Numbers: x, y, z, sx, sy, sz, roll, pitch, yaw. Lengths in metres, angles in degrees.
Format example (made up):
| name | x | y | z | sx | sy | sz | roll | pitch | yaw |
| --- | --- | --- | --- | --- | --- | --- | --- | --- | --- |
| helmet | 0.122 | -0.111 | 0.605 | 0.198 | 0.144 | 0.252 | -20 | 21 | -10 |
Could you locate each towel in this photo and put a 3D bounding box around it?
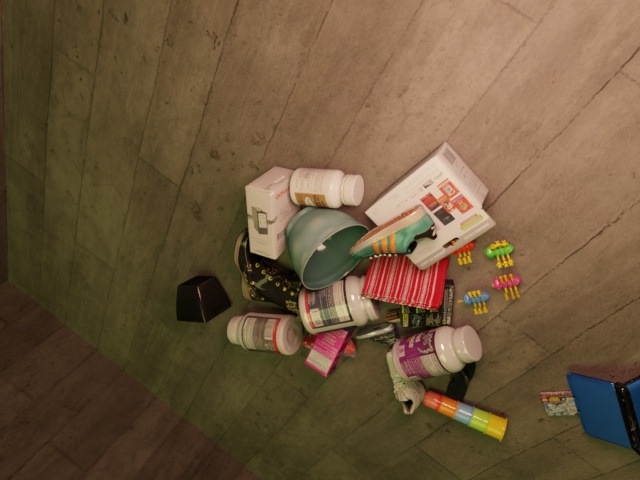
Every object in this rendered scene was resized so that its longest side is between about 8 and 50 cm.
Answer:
| name | x | y | z | sx | sy | sz | roll | pitch | yaw |
| --- | --- | --- | --- | --- | --- | --- | --- | --- | --- |
| towel | 0.289 | 0.125 | 1.604 | 0.274 | 0.199 | 0.031 | 8 | 151 | 24 |

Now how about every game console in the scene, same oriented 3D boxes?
| name | x | y | z | sx | sy | sz | roll | pitch | yaw |
| --- | --- | --- | --- | --- | --- | --- | --- | --- | --- |
| game console | 1.006 | 0.535 | 1.553 | 0.250 | 0.173 | 0.293 | -26 | 109 | -1 |

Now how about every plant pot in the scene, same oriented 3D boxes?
| name | x | y | z | sx | sy | sz | roll | pitch | yaw |
| --- | --- | --- | --- | --- | --- | --- | --- | --- | --- |
| plant pot | -0.556 | 0.263 | 2.177 | 0.187 | 0.188 | 0.167 | -2 | 107 | 31 |
| plant pot | 0.000 | 0.000 | 1.648 | 0.196 | 0.293 | 0.293 | 47 | 136 | 30 |

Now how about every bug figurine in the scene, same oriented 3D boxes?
| name | x | y | z | sx | sy | sz | roll | pitch | yaw |
| --- | --- | --- | --- | --- | --- | --- | --- | --- | --- |
| bug figurine | 0.528 | 0.098 | 1.526 | 0.216 | 0.072 | 0.279 | -12 | 109 | 27 |

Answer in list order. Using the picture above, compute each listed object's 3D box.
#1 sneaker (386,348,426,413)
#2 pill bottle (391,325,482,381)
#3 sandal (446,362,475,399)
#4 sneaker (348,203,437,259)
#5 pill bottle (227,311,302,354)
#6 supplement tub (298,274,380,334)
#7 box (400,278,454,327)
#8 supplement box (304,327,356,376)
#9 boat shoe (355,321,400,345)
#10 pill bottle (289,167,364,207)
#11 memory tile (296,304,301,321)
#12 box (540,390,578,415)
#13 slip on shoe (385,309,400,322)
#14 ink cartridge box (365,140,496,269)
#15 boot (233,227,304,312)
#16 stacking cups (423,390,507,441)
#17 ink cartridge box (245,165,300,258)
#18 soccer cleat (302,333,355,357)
| name | x | y | z | sx | sy | sz | roll | pitch | yaw |
| --- | --- | --- | --- | --- | --- | --- | --- | --- | --- |
| sneaker | 0.341 | 0.570 | 1.900 | 0.111 | 0.129 | 0.297 | -14 | 111 | 37 |
| pill bottle | 0.425 | 0.409 | 1.721 | 0.301 | 0.169 | 0.169 | -28 | 103 | 38 |
| sandal | 0.538 | 0.532 | 1.812 | 0.097 | 0.054 | 0.254 | 10 | 124 | 24 |
| sneaker | 0.219 | 0.008 | 1.448 | 0.302 | 0.108 | 0.121 | -31 | 99 | 39 |
| pill bottle | -0.254 | 0.409 | 2.096 | 0.318 | 0.176 | 0.176 | -1 | 119 | 30 |
| supplement tub | 0.071 | 0.238 | 1.762 | 0.272 | 0.191 | 0.191 | -14 | 113 | 16 |
| box | 0.375 | 0.225 | 1.663 | 0.184 | 0.045 | 0.191 | -3 | 124 | 6 |
| supplement box | 0.042 | 0.422 | 1.915 | 0.114 | 0.111 | 0.220 | 30 | 101 | 19 |
| boat shoe | 0.229 | 0.387 | 1.884 | 0.183 | 0.065 | 0.083 | -22 | 106 | 36 |
| pill bottle | 0.023 | -0.176 | 1.591 | 0.229 | 0.131 | 0.131 | 7 | 123 | 25 |
| memory tile | -0.027 | 0.280 | 1.925 | 0.012 | 0.148 | 0.113 | -122 | 31 | -42 |
| box | 0.869 | 0.581 | 1.676 | 0.137 | 0.027 | 0.094 | -17 | 111 | 35 |
| slip on shoe | 0.315 | 0.288 | 1.791 | 0.135 | 0.051 | 0.041 | -19 | 149 | 28 |
| ink cartridge box | 0.347 | -0.097 | 1.462 | 0.272 | 0.130 | 0.309 | 47 | 131 | -5 |
| boot | -0.195 | 0.135 | 1.910 | 0.284 | 0.138 | 0.377 | 17 | 130 | 20 |
| stacking cups | 0.570 | 0.687 | 1.870 | 0.316 | 0.096 | 0.096 | 18 | 127 | 19 |
| ink cartridge box | -0.164 | -0.103 | 1.699 | 0.114 | 0.198 | 0.273 | 16 | 126 | 21 |
| soccer cleat | 0.036 | 0.461 | 2.035 | 0.248 | 0.083 | 0.095 | -2 | 123 | 27 |
